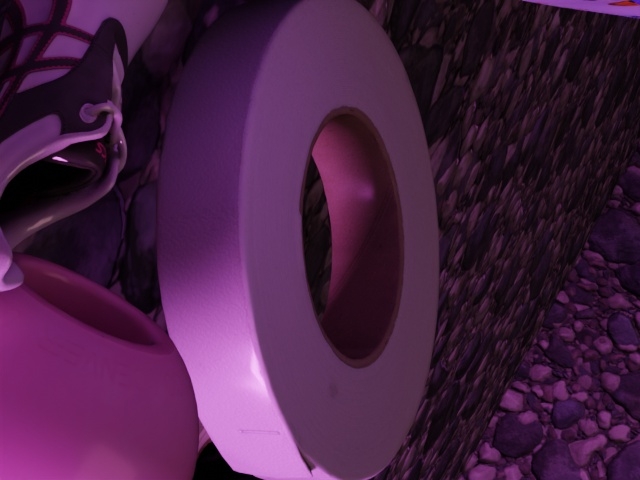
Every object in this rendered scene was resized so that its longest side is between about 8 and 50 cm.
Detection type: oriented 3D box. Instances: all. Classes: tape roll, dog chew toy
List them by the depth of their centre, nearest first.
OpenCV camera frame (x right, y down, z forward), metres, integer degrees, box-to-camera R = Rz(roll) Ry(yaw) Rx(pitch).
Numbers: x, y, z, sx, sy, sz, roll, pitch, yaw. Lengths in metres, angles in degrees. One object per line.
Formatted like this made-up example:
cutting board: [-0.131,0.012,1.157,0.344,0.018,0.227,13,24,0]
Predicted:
dog chew toy: [-0.211,0.174,0.666,0.331,0.207,0.207,-59,161,6]
tape roll: [0.000,0.000,0.945,0.392,0.072,0.391,-2,90,-65]

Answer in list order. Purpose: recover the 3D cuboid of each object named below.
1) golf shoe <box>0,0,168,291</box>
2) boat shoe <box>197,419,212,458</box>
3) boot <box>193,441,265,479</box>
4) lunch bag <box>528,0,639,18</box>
golf shoe: [-0.143,-0.075,0.651,0.272,0.120,0.105,-56,157,-31]
boat shoe: [-0.139,0.164,1.016,0.073,0.080,0.223,36,96,-28]
boot: [-0.110,0.254,1.109,0.348,0.131,0.260,-43,-157,25]
lunch bag: [0.063,-0.265,0.646,0.385,0.328,0.238,-18,125,-63]
